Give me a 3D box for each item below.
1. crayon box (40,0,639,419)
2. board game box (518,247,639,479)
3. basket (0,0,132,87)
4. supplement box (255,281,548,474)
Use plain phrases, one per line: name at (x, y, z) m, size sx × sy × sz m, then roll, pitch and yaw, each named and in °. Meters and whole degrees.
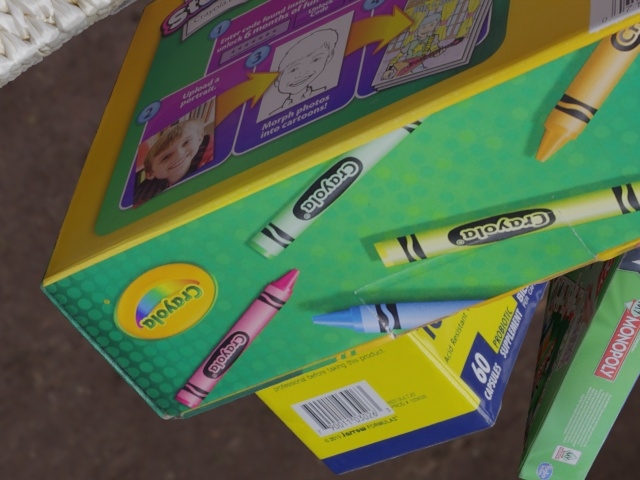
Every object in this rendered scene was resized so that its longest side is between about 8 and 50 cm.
crayon box at (0.047, -0.060, 0.680) m, size 0.278 × 0.165 × 0.081 m, roll -23°, pitch 124°, yaw 29°
board game box at (0.201, -0.011, 1.272) m, size 0.317 × 0.046 × 0.213 m, roll 106°, pitch -1°, yaw -50°
basket at (-0.341, -0.298, 1.810) m, size 0.266 × 0.328 × 0.331 m, roll -36°, pitch -171°, yaw -7°
supplement box at (0.000, 0.000, 1.696) m, size 0.195 × 0.356 × 0.194 m, roll -23°, pitch -151°, yaw 40°
